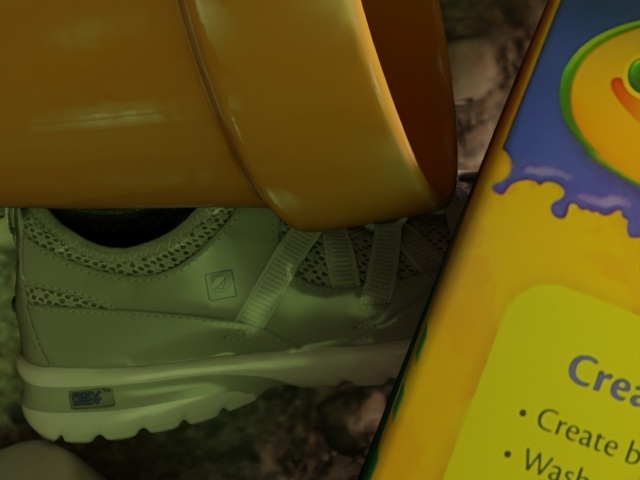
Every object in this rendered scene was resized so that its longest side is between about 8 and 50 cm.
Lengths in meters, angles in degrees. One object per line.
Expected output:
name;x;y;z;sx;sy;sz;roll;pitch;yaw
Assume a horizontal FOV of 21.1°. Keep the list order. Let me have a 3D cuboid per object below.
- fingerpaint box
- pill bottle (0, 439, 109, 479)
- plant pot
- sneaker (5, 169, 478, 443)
fingerpaint box;0.224;0.151;0.599;0.444;0.163;0.371;21;79;3
pill bottle;-0.039;0.281;0.778;0.224;0.224;0.392;-42;113;9
plant pot;-0.063;-0.093;0.641;0.188;0.205;0.205;-12;116;13
sneaker;0.000;0.000;0.730;0.281;0.105;0.115;-15;107;-7
